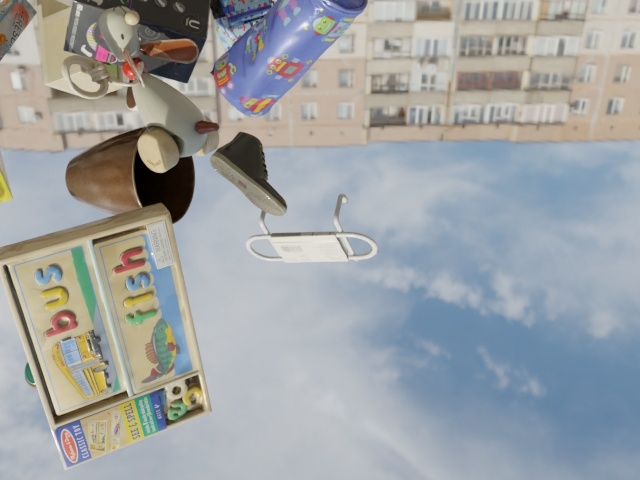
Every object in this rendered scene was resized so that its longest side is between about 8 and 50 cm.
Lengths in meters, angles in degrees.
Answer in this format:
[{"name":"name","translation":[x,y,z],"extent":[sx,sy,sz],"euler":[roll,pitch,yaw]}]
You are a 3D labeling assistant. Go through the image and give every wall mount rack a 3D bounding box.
[{"name":"wall mount rack","translation":[0.000,0.000,1.963],"extent":[0.350,0.304,0.130],"euler":[-1,-123,22]}]

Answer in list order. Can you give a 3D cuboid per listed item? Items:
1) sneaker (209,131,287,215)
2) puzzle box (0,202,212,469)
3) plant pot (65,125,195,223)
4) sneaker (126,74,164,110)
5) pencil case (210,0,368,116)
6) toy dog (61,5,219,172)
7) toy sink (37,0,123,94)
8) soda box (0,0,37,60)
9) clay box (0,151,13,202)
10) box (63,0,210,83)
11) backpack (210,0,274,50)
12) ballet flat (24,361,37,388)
[{"name":"sneaker","translation":[-0.144,-0.164,1.820],"extent":[0.222,0.083,0.118],"euler":[41,-117,-2]},{"name":"puzzle box","translation":[-0.345,0.162,1.260],"extent":[0.272,0.409,0.052],"euler":[-18,-152,-21]},{"name":"plant pot","translation":[-0.427,-0.139,1.648],"extent":[0.230,0.215,0.215],"euler":[0,-151,26]},{"name":"sneaker","translation":[-0.451,-0.490,2.174],"extent":[0.106,0.290,0.123],"euler":[22,179,43]},{"name":"pencil case","translation":[-0.056,-0.326,1.226],"extent":[0.119,0.306,0.133],"euler":[15,-124,-32]},{"name":"toy dog","translation":[-0.297,-0.288,1.445],"extent":[0.161,0.334,0.220],"euler":[-15,-143,41]},{"name":"toy sink","translation":[-0.587,-0.491,1.880],"extent":[0.131,0.234,0.153],"euler":[-12,170,26]},{"name":"soda box","translation":[-0.749,-0.495,1.793],"extent":[0.063,0.058,0.183],"euler":[7,-119,32]},{"name":"clay box","translation":[-0.672,-0.168,1.526],"extent":[0.053,0.127,0.222],"euler":[-22,-133,-15]},{"name":"box","translation":[-0.382,-0.462,1.600],"extent":[0.270,0.165,0.143],"euler":[11,-119,-20]},{"name":"backpack","translation":[-0.192,-0.568,1.932],"extent":[0.158,0.173,0.117],"euler":[-20,-167,-28]},{"name":"ballet flat","translation":[-0.560,0.294,1.907],"extent":[0.342,0.124,0.116],"euler":[-21,-107,-5]}]
